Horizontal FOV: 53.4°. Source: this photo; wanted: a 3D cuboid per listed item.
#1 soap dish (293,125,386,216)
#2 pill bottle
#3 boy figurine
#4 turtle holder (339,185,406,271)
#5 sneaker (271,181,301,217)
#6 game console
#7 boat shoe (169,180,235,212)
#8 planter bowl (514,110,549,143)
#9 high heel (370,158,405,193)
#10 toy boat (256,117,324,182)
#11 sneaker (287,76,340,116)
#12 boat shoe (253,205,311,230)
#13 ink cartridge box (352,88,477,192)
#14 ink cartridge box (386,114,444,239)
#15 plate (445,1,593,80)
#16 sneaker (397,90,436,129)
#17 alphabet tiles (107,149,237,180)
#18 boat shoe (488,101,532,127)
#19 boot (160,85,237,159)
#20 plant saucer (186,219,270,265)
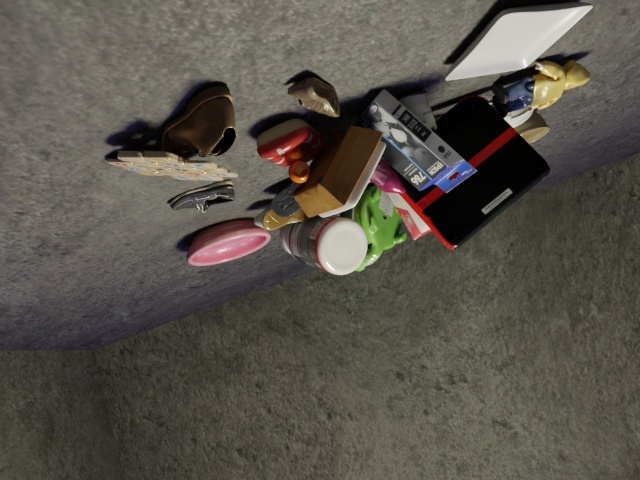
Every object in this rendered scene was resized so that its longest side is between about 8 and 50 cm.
[{"bbox_3d":[0.043,-0.187,1.758,0.118,0.229,0.291,31,167,-15],"label":"soap dish"},{"bbox_3d":[0.000,0.000,2.423,0.210,0.211,0.362,-12,-166,-28],"label":"pill bottle"},{"bbox_3d":[0.658,-0.466,1.885,0.285,0.092,0.177,-22,141,0],"label":"boy figurine"},{"bbox_3d":[0.198,-0.051,2.514,0.227,0.321,0.243,-11,179,43],"label":"turtle holder"},{"bbox_3d":[-0.016,-0.189,2.138,0.318,0.112,0.131,-24,-169,12],"label":"sneaker"},{"bbox_3d":[0.423,-0.212,1.877,0.386,0.342,0.060,-39,168,-2],"label":"game console"},{"bbox_3d":[-0.358,-0.121,1.939,0.205,0.065,0.075,-19,168,2],"label":"boat shoe"},{"bbox_3d":[0.691,-0.398,2.194,0.161,0.109,0.162,-18,169,-4],"label":"planter bowl"},{"bbox_3d":[0.173,-0.198,1.823,0.082,0.117,0.244,-55,-165,10],"label":"high heel"},{"bbox_3d":[-0.071,-0.226,1.702,0.150,0.151,0.231,-23,168,17],"label":"toy boat"},{"bbox_3d":[-0.013,-0.343,1.526,0.071,0.066,0.188,-6,168,23],"label":"sneaker"},{"bbox_3d":[-0.125,-0.109,2.319,0.277,0.098,0.096,-19,-163,-40],"label":"boat shoe"},{"bbox_3d":[0.248,-0.248,1.729,0.065,0.332,0.165,-52,-177,-28],"label":"ink cartridge box"},{"bbox_3d":[0.374,-0.205,2.134,0.160,0.279,0.385,-24,170,-18],"label":"ink cartridge box"},{"bbox_3d":[0.477,-0.500,1.573,0.277,0.045,0.278,-15,167,-23],"label":"plate"},{"bbox_3d":[0.220,-0.309,1.826,0.110,0.130,0.297,-22,173,-29],"label":"sneaker"},{"bbox_3d":[-0.358,-0.181,1.553,0.277,0.021,0.284,3,176,18],"label":"alphabet tiles"},{"bbox_3d":[0.565,-0.400,2.032,0.257,0.095,0.084,-19,172,-3],"label":"boat shoe"},{"bbox_3d":[-0.282,-0.230,1.459,0.112,0.115,0.305,-16,172,-36],"label":"boot"},{"bbox_3d":[-0.360,0.003,2.448,0.331,0.084,0.332,-19,168,-4],"label":"plant saucer"}]
